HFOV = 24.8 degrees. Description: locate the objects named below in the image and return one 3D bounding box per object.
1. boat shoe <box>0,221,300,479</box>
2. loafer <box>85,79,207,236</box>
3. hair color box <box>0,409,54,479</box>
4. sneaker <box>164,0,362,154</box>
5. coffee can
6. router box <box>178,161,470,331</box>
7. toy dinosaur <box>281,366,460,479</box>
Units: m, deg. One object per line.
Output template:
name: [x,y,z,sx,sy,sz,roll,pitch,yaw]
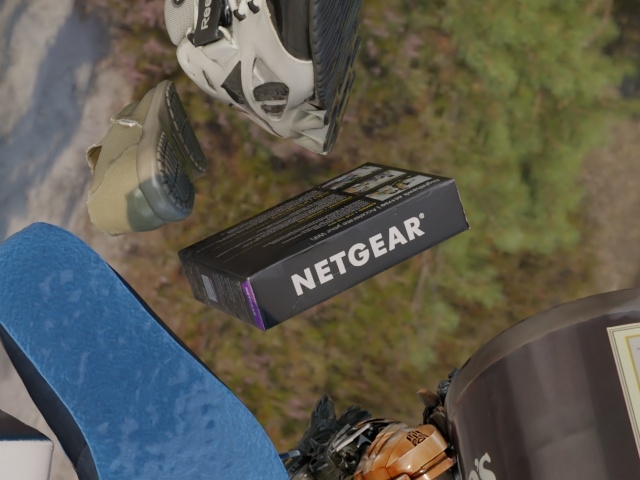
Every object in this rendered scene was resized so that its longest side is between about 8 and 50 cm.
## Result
boat shoe: [-0.081,0.100,0.755,0.109,0.258,0.089,-27,158,-12]
loafer: [-0.167,-0.077,1.354,0.268,0.092,0.102,-91,160,-73]
hair color box: [-0.269,0.269,0.820,0.174,0.105,0.347,6,93,-35]
sneaker: [-0.046,-0.156,1.027,0.330,0.146,0.122,101,8,-71]
coffee can: [0.184,0.191,0.759,0.201,0.201,0.275,72,9,-51]
router box: [0.000,0.000,1.079,0.179,0.133,0.046,-26,108,-21]
toy dinosaur: [0.062,0.163,0.988,0.322,0.218,0.164,-7,76,-26]
